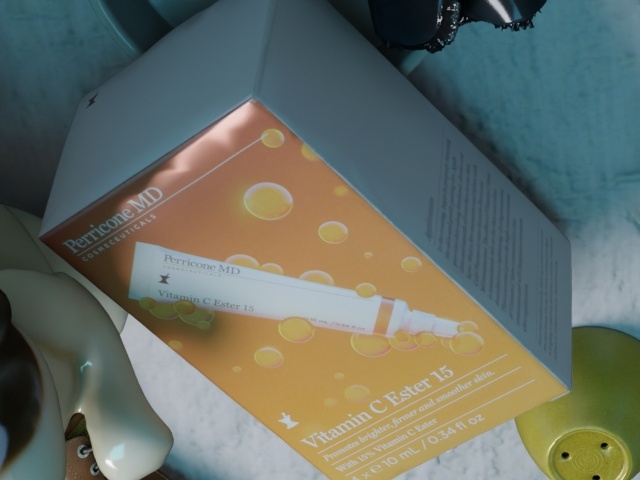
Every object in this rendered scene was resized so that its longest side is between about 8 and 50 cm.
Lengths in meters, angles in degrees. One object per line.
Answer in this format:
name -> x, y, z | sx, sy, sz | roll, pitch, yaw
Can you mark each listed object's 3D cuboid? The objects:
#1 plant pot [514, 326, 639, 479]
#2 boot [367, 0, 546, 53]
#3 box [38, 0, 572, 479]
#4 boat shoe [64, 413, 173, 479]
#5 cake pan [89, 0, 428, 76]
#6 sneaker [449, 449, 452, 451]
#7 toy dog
plant pot -> 0.219, 0.151, 1.536 | 0.134, 0.095, 0.134 | 4, 119, 7
boot -> 0.020, -0.222, 1.294 | 0.246, 0.094, 0.207 | -4, 124, 20
box -> 0.000, 0.000, 1.399 | 0.215, 0.168, 0.345 | -31, 121, 30
boat shoe -> -0.219, 0.192, 1.624 | 0.307, 0.111, 0.104 | 25, 121, -5
cake pan -> -0.036, -0.230, 1.387 | 0.293, 0.054, 0.293 | 4, 120, 7
sneaker -> 0.111, 0.134, 1.576 | 0.161, 0.057, 0.075 | -24, 129, 20
toy dog -> -0.282, 0.088, 1.288 | 0.284, 0.408, 0.395 | -43, 109, -2
